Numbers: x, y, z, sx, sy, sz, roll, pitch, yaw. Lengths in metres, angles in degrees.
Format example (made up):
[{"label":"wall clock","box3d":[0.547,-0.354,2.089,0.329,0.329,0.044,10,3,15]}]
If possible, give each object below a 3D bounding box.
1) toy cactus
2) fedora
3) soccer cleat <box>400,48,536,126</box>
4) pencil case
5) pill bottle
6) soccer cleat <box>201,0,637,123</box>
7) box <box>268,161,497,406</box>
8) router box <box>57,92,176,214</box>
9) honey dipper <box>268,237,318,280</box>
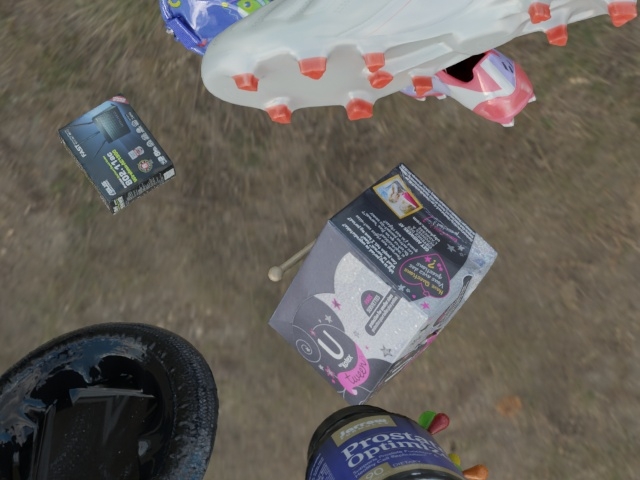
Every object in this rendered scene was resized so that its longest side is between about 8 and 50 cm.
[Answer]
[{"label":"toy cactus","box3d":[0.119,0.294,1.940,0.112,0.219,0.180,5,150,29]},{"label":"fedora","box3d":[-0.226,0.249,1.628,0.334,0.334,0.152,-22,135,3]},{"label":"soccer cleat","box3d":[0.137,-0.195,1.762,0.083,0.248,0.095,-48,127,-8]},{"label":"pencil case","box3d":[-0.069,-0.280,1.536,0.133,0.306,0.119,-20,119,24]},{"label":"pill bottle","box3d":[0.054,0.210,1.298,0.123,0.219,0.122,-3,103,-12]},{"label":"soccer cleat","box3d":[0.041,-0.105,0.669,0.196,0.068,0.076,-16,67,18]},{"label":"box","box3d":[0.068,0.060,1.874,0.163,0.247,0.142,45,56,10]},{"label":"router box","box3d":[-0.245,-0.105,1.927,0.092,0.038,0.122,-33,70,-13]},{"label":"honey dipper","box3d":[0.000,0.000,1.931,0.161,0.030,0.030,-36,105,-25]}]
